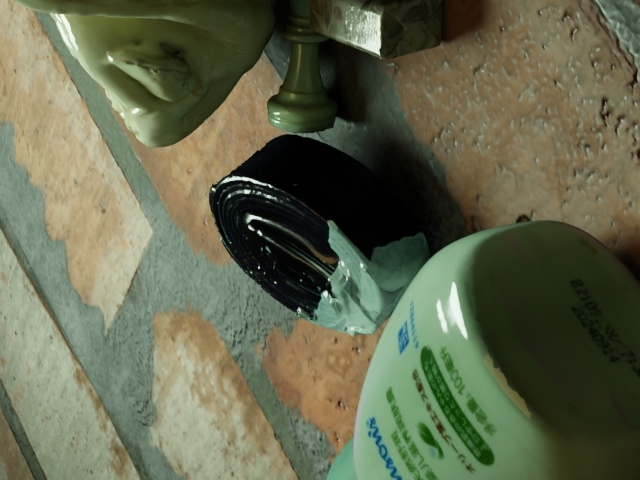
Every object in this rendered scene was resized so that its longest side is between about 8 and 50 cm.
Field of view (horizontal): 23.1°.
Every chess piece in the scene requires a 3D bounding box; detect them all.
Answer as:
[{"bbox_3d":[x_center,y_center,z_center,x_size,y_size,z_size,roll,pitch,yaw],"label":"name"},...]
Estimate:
[{"bbox_3d":[-0.011,-0.165,1.278,0.059,0.059,0.149,31,124,48],"label":"chess piece"}]

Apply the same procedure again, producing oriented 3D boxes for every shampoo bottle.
[{"bbox_3d":[0.111,0.146,1.143,0.221,0.151,0.349,58,146,20],"label":"shampoo bottle"}]

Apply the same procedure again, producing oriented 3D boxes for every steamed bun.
[{"bbox_3d":[-0.153,-0.288,1.263,0.394,0.237,0.346,56,-177,-15],"label":"steamed bun"}]

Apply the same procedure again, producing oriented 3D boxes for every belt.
[{"bbox_3d":[0.000,0.000,1.274,0.198,0.078,0.151,25,142,37],"label":"belt"}]

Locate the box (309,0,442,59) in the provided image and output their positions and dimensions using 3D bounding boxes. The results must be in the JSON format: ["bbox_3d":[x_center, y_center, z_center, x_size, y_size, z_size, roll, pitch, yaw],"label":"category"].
[{"bbox_3d":[0.041,-0.171,1.180,0.098,0.062,0.045,30,128,50],"label":"box"}]
